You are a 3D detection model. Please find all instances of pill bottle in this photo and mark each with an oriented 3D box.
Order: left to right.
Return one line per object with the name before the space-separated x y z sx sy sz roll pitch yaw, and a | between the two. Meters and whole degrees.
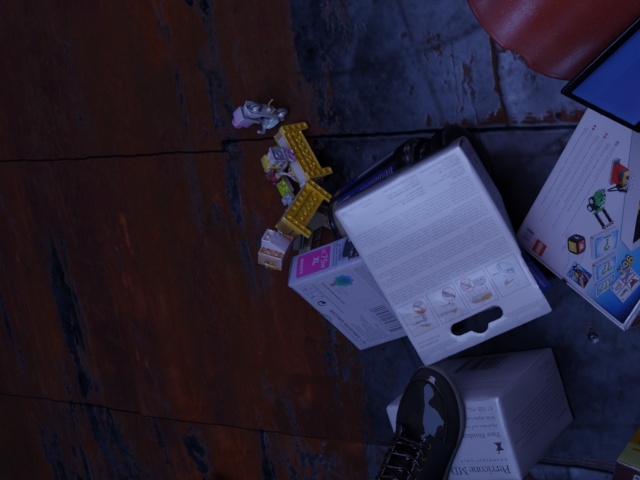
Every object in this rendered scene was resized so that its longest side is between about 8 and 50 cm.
pill bottle | 0.121 -0.065 1.425 0.219 0.123 0.123 -33 87 39

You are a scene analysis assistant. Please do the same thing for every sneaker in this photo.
sneaker | 0.118 0.274 1.326 0.083 0.118 0.222 17 115 31

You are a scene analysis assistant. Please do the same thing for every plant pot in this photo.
plant pot | 0.308 -0.330 1.123 0.272 0.272 0.265 50 136 9

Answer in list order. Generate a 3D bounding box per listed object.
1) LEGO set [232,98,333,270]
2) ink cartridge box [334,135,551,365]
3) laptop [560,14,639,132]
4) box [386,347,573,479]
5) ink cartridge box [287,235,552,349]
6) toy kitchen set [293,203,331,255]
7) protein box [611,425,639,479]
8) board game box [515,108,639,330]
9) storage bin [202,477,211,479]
LEGO set | -0.060 -0.064 1.527 0.107 0.132 0.287 -45 45 47
ink cartridge box | 0.153 0.015 1.288 0.189 0.066 0.232 -28 101 26
laptop | 0.428 -0.145 1.044 0.264 0.136 0.234 47 120 3
box | 0.222 0.241 1.432 0.181 0.182 0.119 -13 99 38
ink cartridge box | 0.135 0.044 1.414 0.311 0.065 0.186 -19 135 29
toy kitchen set | 0.000 0.000 1.570 0.075 0.068 0.083 25 120 26
protein box | 0.444 0.336 1.299 0.136 0.200 0.201 20 118 28
board game box | 0.378 -0.070 1.241 0.193 0.053 0.305 44 122 32
storage bin | -0.171 0.501 1.875 0.091 0.098 0.135 3 111 5
